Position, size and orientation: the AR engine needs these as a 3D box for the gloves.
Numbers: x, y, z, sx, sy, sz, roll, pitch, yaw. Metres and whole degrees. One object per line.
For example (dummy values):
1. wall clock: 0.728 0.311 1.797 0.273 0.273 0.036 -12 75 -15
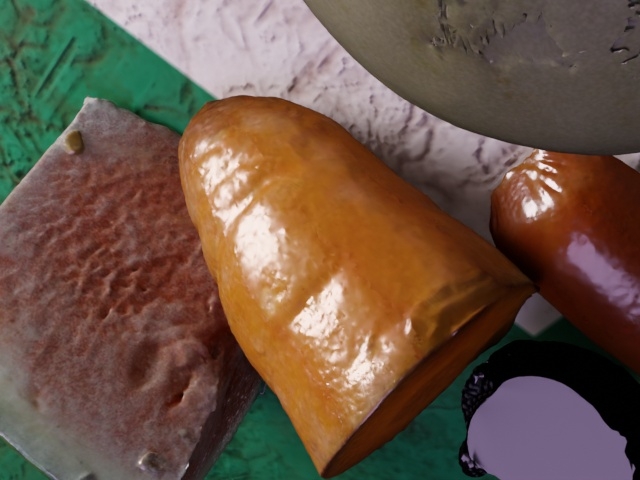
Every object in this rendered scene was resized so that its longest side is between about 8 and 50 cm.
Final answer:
1. gloves: 0.154 0.110 0.759 0.129 0.181 0.106 11 100 14

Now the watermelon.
1. watermelon: -0.113 0.045 0.790 0.213 0.261 0.201 34 106 -3

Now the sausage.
1. sausage: 0.223 0.055 0.715 0.300 0.083 0.089 38 131 -9

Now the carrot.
1. carrot: 0.000 0.000 0.709 0.225 0.159 0.159 52 137 19

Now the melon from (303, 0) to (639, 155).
1. melon: 0.096 -0.171 0.445 0.269 0.268 0.330 10 140 15
